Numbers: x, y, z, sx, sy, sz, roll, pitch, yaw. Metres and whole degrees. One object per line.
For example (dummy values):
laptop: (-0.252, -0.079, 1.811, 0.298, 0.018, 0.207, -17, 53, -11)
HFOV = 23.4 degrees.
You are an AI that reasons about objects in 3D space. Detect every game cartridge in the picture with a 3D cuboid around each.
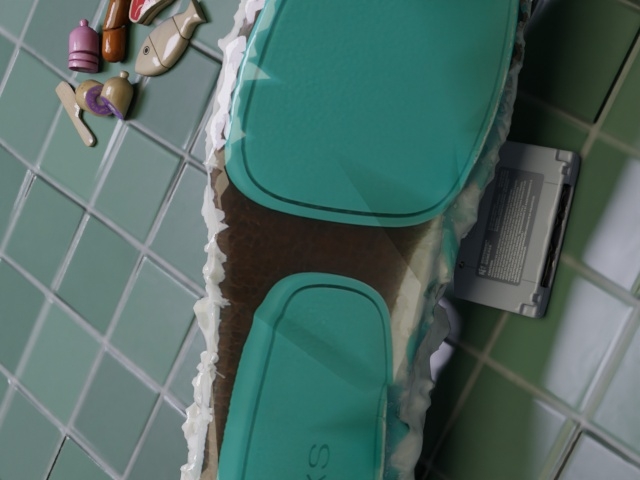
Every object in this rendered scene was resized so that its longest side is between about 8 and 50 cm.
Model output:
game cartridge: (0.095, -0.007, 0.766, 0.056, 0.017, 0.083, 14, 92, 37)

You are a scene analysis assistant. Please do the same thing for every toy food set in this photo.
toy food set: (-0.128, -0.121, 0.967, 0.122, 0.019, 0.078, -48, 56, 23)

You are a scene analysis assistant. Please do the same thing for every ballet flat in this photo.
ballet flat: (0.000, 0.000, 0.769, 0.147, 0.147, 0.409, 17, 95, 40)
